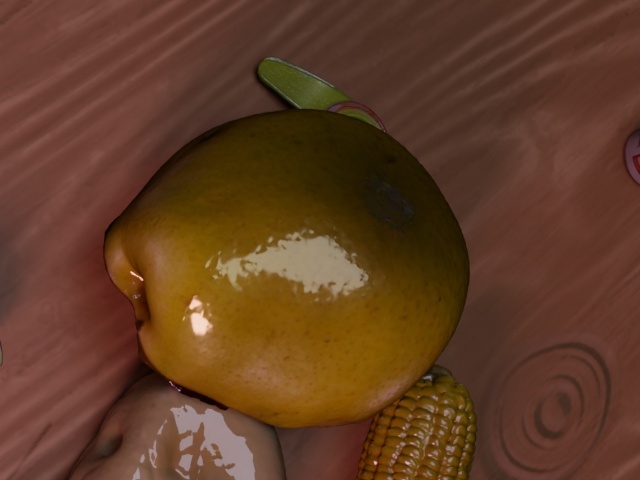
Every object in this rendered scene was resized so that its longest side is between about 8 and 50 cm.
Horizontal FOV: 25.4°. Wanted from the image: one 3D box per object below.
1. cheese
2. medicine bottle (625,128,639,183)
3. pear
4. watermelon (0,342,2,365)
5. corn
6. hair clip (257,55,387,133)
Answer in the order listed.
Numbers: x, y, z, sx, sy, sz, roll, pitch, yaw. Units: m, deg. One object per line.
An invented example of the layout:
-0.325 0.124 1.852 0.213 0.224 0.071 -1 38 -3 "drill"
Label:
-0.137 0.243 1.374 0.218 0.117 0.235 -17 85 -28 "cheese"
0.444 -0.115 1.737 0.079 0.140 0.079 6 77 -27 "medicine bottle"
0.000 0.000 1.399 0.386 0.191 0.340 -12 68 -44 "pear"
-0.339 0.084 1.315 0.072 0.084 0.092 -51 124 -35 "watermelon"
0.080 0.302 1.474 0.120 0.120 0.363 25 69 -21 "corn"
0.011 -0.144 1.578 0.188 0.033 0.060 36 65 -17 "hair clip"
